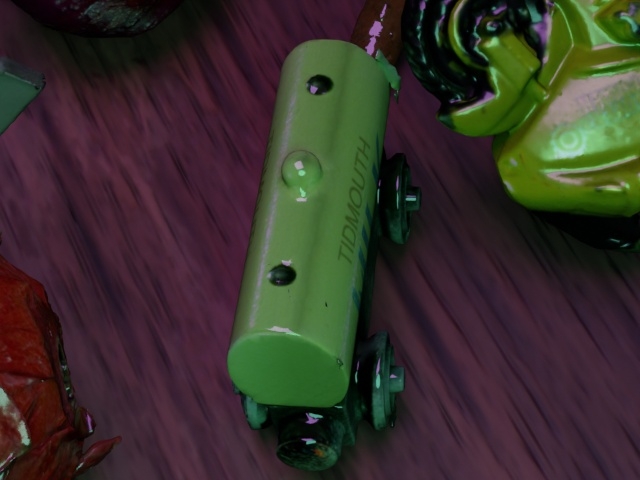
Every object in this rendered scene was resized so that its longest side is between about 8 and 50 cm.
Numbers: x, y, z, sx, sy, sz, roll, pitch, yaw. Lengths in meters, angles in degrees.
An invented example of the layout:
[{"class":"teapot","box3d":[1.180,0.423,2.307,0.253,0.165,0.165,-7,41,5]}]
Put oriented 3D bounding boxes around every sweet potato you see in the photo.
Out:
[{"class":"sweet potato","box3d":[0.082,-0.200,1.314,0.075,0.074,0.269,28,67,26]}]

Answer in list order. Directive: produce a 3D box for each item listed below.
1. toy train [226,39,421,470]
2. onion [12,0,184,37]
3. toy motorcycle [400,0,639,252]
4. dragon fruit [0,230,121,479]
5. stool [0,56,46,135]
[{"class":"toy train","box3d":[0.000,0.000,1.130,0.105,0.157,0.253,2,55,11]},{"class":"onion","box3d":[-0.166,-0.214,1.335,0.218,0.140,0.195,-20,42,42]},{"class":"toy motorcycle","box3d":[0.218,-0.115,1.175,0.342,0.206,0.142,-24,22,-20]},{"class":"dragon fruit","box3d":[-0.254,0.100,1.060,0.252,0.241,0.241,-30,55,-23]},{"class":"stool","box3d":[-0.309,-0.138,1.191,0.270,0.170,0.243,-40,43,37]}]
